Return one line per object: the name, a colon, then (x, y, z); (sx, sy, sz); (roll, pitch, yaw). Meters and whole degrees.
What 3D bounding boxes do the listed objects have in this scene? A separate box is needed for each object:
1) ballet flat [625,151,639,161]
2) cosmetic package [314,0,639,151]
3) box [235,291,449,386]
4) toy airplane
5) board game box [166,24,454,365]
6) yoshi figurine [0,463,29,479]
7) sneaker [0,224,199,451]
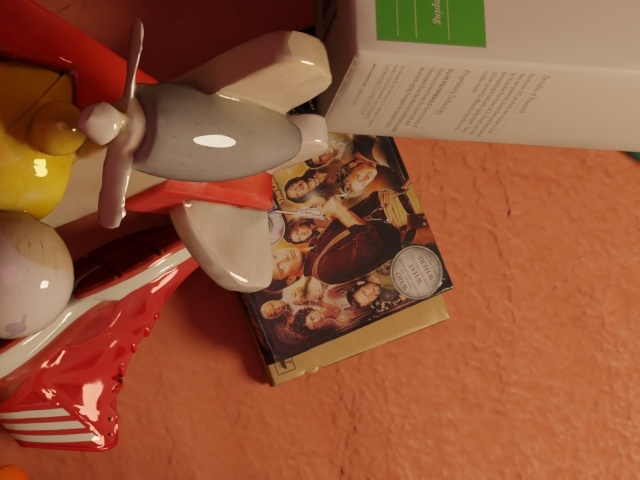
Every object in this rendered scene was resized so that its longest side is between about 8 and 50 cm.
ballet flat: (0.249, -0.133, 1.682); (0.231, 0.077, 0.077); (28, 65, -7)
cosmetic package: (0.185, -0.187, 1.564); (0.366, 0.155, 0.197); (1, 69, -12)
box: (0.000, 0.000, 1.641); (0.164, 0.021, 0.201); (-20, 90, -14)
toy airplane: (-0.180, -0.044, 1.390); (0.384, 0.386, 0.272); (7, 60, 6)
board game box: (-0.013, -0.041, 1.608); (0.165, 0.042, 0.243); (-23, 91, -14)
yoshi figurine: (-0.330, 0.215, 1.482); (0.203, 0.203, 0.362); (-39, 98, 4)
sneaker: (-0.170, 0.086, 1.585); (0.221, 0.087, 0.128); (-31, 113, -16)
